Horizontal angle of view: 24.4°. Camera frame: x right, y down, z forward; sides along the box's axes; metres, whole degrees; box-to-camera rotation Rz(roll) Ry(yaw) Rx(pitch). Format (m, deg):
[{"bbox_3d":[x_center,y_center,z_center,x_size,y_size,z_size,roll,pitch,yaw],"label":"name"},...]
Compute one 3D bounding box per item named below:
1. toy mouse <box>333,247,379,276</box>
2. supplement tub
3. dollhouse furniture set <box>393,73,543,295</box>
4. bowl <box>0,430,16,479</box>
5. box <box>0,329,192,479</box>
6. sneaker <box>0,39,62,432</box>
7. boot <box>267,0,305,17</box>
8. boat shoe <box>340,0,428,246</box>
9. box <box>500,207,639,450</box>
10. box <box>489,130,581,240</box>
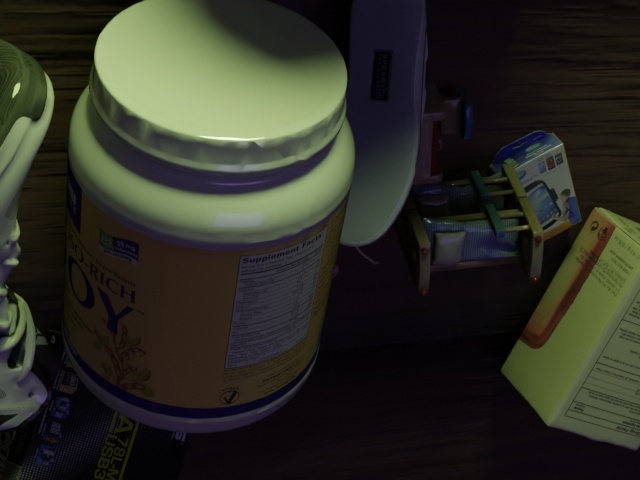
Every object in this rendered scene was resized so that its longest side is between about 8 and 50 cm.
[{"bbox_3d":[0.000,0.000,1.533,0.143,0.031,0.161,13,117,-33],"label":"toy mouse"},{"bbox_3d":[-0.100,-0.021,1.281,0.241,0.241,0.331,-10,135,-21],"label":"supplement tub"},{"bbox_3d":[0.148,-0.059,1.484,0.129,0.129,0.184,-7,128,-7],"label":"dollhouse furniture set"},{"bbox_3d":[-0.291,0.271,1.552,0.170,0.080,0.170,-14,128,-19],"label":"bowl"},{"bbox_3d":[-0.221,0.205,1.507,0.184,0.045,0.191,22,81,-35],"label":"box"},{"bbox_3d":[-0.315,0.022,1.329,0.257,0.169,0.447,16,123,-45],"label":"sneaker"},{"bbox_3d":[-0.082,-0.228,1.306,0.189,0.076,0.208,2,129,-26],"label":"boot"},{"bbox_3d":[0.060,-0.120,1.381,0.084,0.095,0.258,6,97,-76],"label":"boat shoe"},{"bbox_3d":[0.340,0.103,1.702,0.148,0.127,0.232,19,109,-31],"label":"box"},{"bbox_3d":[0.234,-0.056,1.616,0.081,0.028,0.136,-28,133,-6],"label":"box"}]
